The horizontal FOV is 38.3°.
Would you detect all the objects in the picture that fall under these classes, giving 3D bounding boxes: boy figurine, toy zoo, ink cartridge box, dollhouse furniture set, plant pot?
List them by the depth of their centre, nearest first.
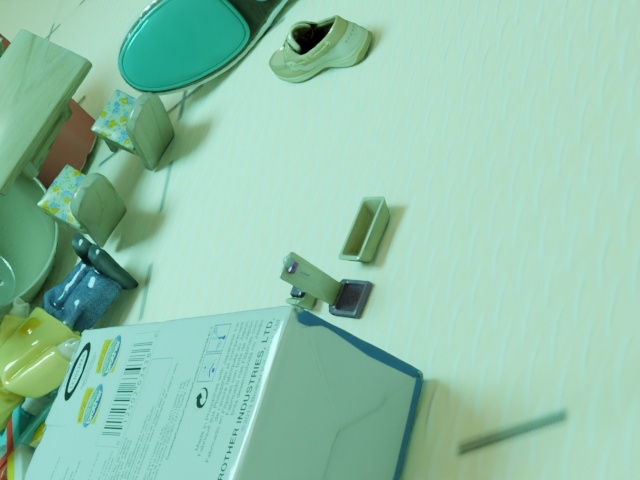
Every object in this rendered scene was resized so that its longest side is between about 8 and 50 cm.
[{"bbox_3d":[-0.129,0.211,0.766,0.395,0.151,0.270,-10,54,48],"label":"ink cartridge box"},{"bbox_3d":[0.000,0.000,0.837,0.091,0.081,0.114,2,65,54],"label":"dollhouse furniture set"},{"bbox_3d":[-0.363,0.125,1.160,0.285,0.092,0.177,-48,42,-11],"label":"boy figurine"},{"bbox_3d":[-0.378,0.263,1.168,0.192,0.030,0.293,-49,33,13],"label":"toy zoo"},{"bbox_3d":[-0.458,-0.114,1.193,0.394,0.362,0.256,-61,-11,-16],"label":"dollhouse furniture set"},{"bbox_3d":[-0.545,0.031,1.415,0.191,0.284,0.284,112,170,-58],"label":"plant pot"},{"bbox_3d":[-0.529,-0.184,1.546,0.275,0.243,0.275,-37,34,30],"label":"plant pot"}]

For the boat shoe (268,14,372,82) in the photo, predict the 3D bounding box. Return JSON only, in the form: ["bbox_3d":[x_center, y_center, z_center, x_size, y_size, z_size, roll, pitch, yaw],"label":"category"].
[{"bbox_3d":[-0.013,-0.229,1.071,0.170,0.059,0.063,-4,59,52],"label":"boat shoe"}]

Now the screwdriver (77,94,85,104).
[{"bbox_3d":[-0.500,-0.210,1.750,0.170,0.024,0.025,-46,32,9],"label":"screwdriver"}]

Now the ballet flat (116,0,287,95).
[{"bbox_3d":[-0.112,-0.344,1.265,0.400,0.139,0.139,-37,37,22],"label":"ballet flat"}]
